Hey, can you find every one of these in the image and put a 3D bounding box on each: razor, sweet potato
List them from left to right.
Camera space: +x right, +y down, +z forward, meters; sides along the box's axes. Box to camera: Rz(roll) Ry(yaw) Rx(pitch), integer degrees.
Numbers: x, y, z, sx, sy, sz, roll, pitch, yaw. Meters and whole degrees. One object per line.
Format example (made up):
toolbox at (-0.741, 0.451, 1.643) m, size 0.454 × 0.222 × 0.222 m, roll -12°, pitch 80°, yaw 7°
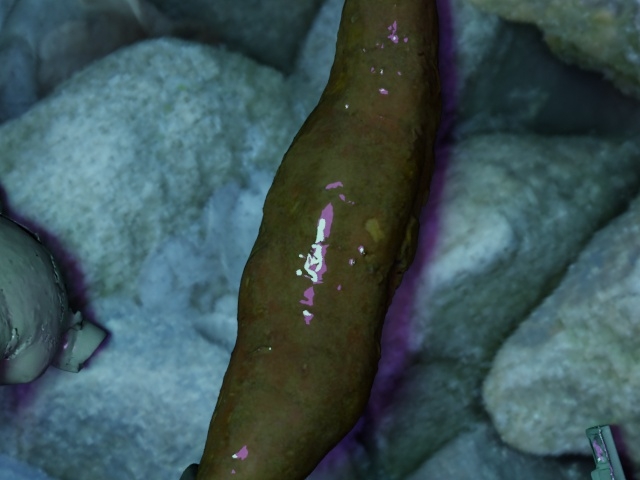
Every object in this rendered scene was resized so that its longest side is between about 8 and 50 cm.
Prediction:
sweet potato at (0.005, 0.009, 1.111) m, size 0.095 × 0.106 × 0.354 m, roll 11°, pitch 74°, yaw 31°
razor at (0.079, 0.175, 1.133) m, size 0.211 × 0.036 × 0.084 m, roll -18°, pitch 85°, yaw 13°

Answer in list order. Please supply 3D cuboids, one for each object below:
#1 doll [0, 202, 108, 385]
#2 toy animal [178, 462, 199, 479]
doll at (-0.216, 0.040, 1.139) m, size 0.149 × 0.192 × 0.095 m, roll 45°, pitch 122°, yaw 3°
toy animal at (-0.091, 0.257, 1.136) m, size 0.168 × 0.106 × 0.343 m, roll 33°, pitch 101°, yaw 20°
